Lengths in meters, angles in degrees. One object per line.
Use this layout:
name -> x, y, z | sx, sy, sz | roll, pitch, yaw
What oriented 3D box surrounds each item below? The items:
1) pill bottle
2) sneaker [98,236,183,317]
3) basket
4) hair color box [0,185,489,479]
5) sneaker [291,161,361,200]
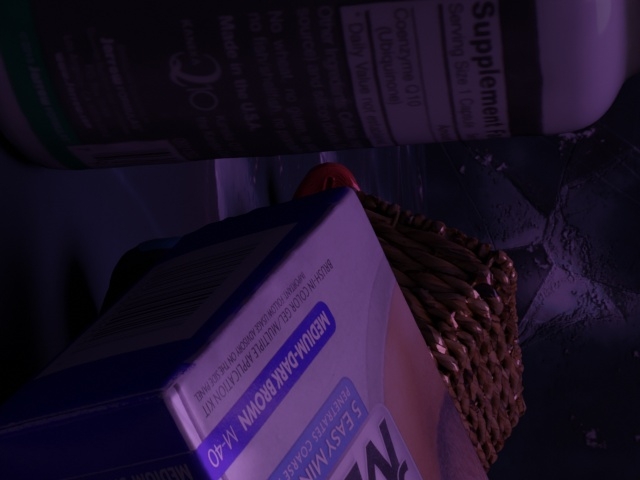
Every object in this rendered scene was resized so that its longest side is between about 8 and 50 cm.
pill bottle -> 0.031, -0.145, 0.623 | 0.204, 0.361, 0.204 | -4, 90, -81
sneaker -> -0.057, 0.169, 0.705 | 0.139, 0.125, 0.340 | -47, 130, -71
basket -> 0.032, 0.129, 1.140 | 0.223, 0.213, 0.299 | -56, 155, -23
hair color box -> 0.011, 0.169, 0.588 | 0.338, 0.110, 0.185 | 66, 31, -16
sneaker -> 0.000, 0.000, 1.328 | 0.128, 0.087, 0.221 | -95, -172, -57
